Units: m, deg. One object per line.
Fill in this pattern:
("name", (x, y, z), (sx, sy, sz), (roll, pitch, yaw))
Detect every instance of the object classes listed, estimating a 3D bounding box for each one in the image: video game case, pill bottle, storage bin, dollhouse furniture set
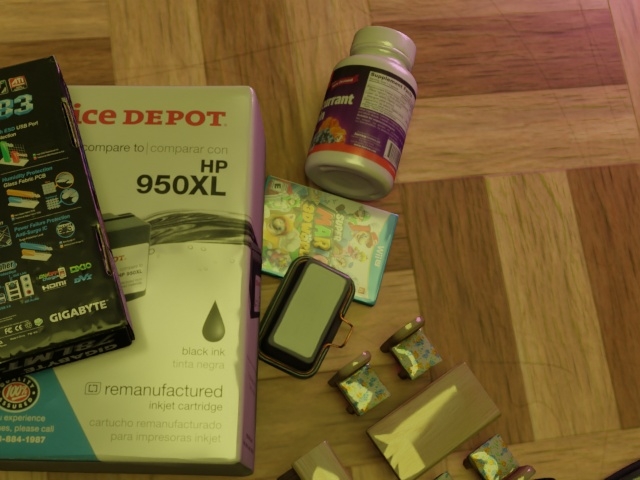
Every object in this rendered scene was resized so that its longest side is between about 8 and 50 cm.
("video game case", (0.000, 0.000, 1.243), (0.166, 0.015, 0.119), (17, 71, -4))
("pill bottle", (0.056, -0.155, 1.249), (0.108, 0.108, 0.193), (17, 71, -4))
("storage bin", (-0.010, 0.086, 1.166), (0.098, 0.091, 0.135), (27, 81, -1))
("dollhouse furniture set", (0.087, 0.222, 1.113), (0.242, 0.161, 0.212), (-33, 81, -16))

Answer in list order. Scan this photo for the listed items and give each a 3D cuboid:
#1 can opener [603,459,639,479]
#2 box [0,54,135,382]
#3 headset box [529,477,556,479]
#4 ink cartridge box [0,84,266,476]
("can opener", (0.412, 0.259, 1.207), (0.186, 0.059, 0.073), (-18, 78, -14))
("box", (-0.355, -0.004, 0.981), (0.295, 0.073, 0.293), (-16, 70, -10))
("headset box", (0.183, 0.430, 1.082), (0.283, 0.131, 0.246), (-30, 80, -15))
("ink cartridge box", (-0.209, 0.042, 1.100), (0.285, 0.166, 0.395), (1, 73, 1))
